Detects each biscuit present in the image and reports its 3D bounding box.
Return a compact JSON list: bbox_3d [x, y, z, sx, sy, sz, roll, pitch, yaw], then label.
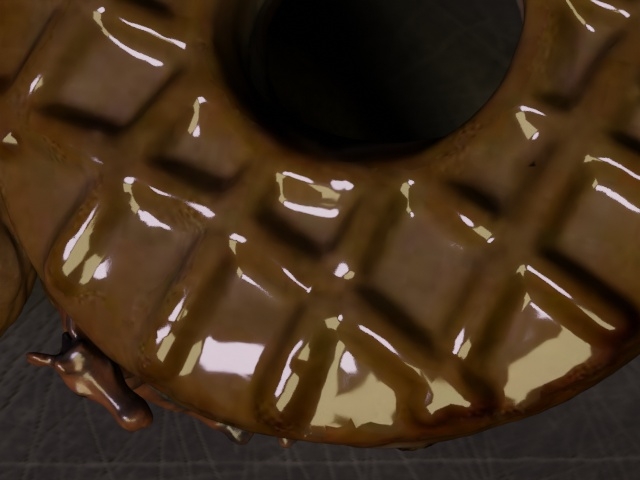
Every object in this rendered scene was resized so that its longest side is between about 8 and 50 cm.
[{"bbox_3d":[0.022,-0.081,0.740,0.332,0.332,0.103,-7,171,12],"label":"biscuit"}]

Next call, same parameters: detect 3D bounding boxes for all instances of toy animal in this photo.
[{"bbox_3d":[-0.084,0.049,0.901,0.066,0.224,0.229,-44,137,3],"label":"toy animal"}]

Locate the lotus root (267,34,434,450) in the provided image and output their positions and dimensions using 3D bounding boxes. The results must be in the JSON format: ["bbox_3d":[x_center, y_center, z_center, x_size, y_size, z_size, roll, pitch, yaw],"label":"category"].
[{"bbox_3d":[0.000,0.000,0.917,0.123,0.124,0.241,-25,124,27],"label":"lotus root"}]

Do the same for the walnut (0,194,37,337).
[{"bbox_3d":[-0.214,-0.026,0.893,0.167,0.167,0.207,-18,124,21],"label":"walnut"}]
